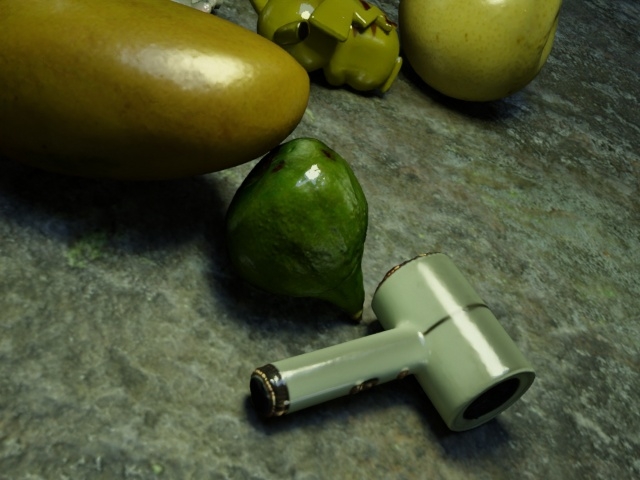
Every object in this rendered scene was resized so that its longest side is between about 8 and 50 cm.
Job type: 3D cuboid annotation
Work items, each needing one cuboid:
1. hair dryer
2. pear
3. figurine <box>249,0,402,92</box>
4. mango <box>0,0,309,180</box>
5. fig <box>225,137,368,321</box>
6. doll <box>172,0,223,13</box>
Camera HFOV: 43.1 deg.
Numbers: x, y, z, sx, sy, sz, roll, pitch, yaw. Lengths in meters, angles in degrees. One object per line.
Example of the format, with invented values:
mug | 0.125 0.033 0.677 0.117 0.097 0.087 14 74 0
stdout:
hair dryer | 0.064 0.145 0.966 0.362 0.128 0.203 -12 53 -31
pear | 0.320 -0.449 1.639 0.348 0.348 0.348 17 38 -14
figurine | 0.008 -0.375 1.482 0.326 0.169 0.218 1 40 -32
mango | -0.237 -0.196 1.019 0.445 0.232 0.300 8 27 -2
fig | 0.000 0.000 1.036 0.235 0.203 0.203 41 34 -16
doll | -0.247 -0.442 1.464 0.149 0.095 0.192 25 35 -14
